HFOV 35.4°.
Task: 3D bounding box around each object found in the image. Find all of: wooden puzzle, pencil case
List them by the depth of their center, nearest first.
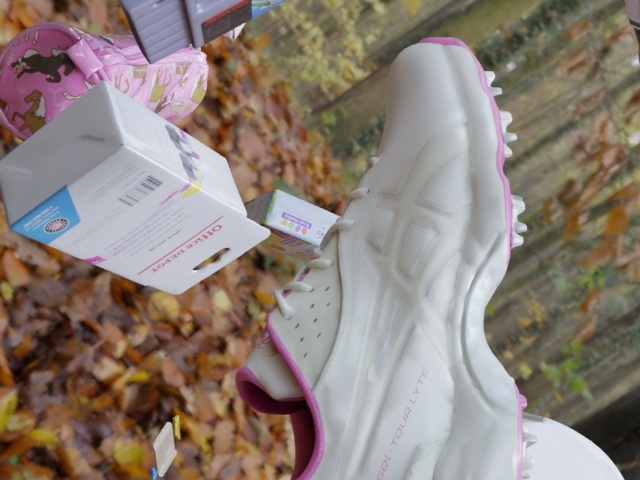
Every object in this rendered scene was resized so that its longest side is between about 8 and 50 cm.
[{"bbox_3d":[-0.282,-0.215,1.347,0.160,0.167,0.386,20,17,8],"label":"pencil case"},{"bbox_3d":[-0.274,0.363,1.747,0.116,0.014,0.078,-52,143,-60],"label":"wooden puzzle"}]

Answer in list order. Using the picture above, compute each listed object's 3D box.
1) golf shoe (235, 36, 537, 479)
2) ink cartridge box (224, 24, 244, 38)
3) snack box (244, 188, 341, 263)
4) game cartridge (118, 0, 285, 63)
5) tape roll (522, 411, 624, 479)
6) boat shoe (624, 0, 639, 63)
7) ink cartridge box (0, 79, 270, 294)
[{"bbox_3d":[0.030,0.025,0.510,0.115,0.140,0.306,98,-5,-65],"label":"golf shoe"},{"bbox_3d":[-0.153,-0.448,1.449,0.198,0.272,0.114,22,-28,14],"label":"ink cartridge box"},{"bbox_3d":[0.000,0.000,0.942,0.141,0.037,0.100,23,-11,-18],"label":"snack box"},{"bbox_3d":[-0.049,-0.312,1.086,0.068,0.355,0.230,60,-5,5],"label":"game cartridge"},{"bbox_3d":[0.133,0.269,0.884,0.246,0.246,0.169,54,-20,-12],"label":"tape roll"},{"bbox_3d":[0.340,-0.228,0.879,0.301,0.108,0.102,-53,137,-45],"label":"boat shoe"},{"bbox_3d":[-0.130,-0.030,0.730,0.181,0.104,0.061,32,30,-55],"label":"ink cartridge box"}]
